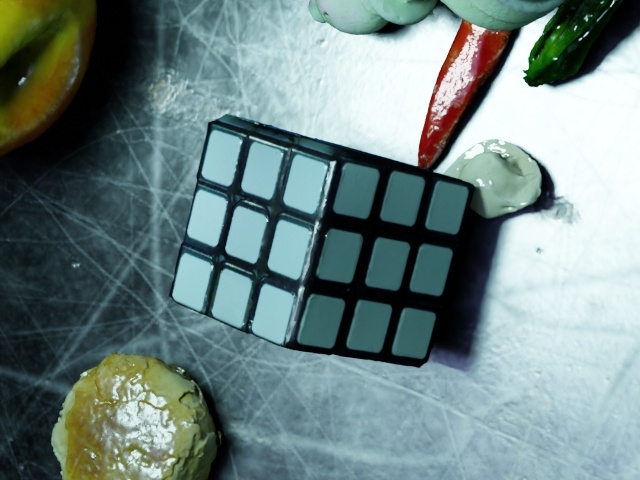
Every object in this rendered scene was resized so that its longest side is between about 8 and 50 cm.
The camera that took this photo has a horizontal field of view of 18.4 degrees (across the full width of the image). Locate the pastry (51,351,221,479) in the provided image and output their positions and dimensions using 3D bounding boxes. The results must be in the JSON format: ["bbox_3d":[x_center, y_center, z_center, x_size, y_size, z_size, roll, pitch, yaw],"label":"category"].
[{"bbox_3d":[-0.162,0.172,1.720,0.153,0.081,0.153,-2,86,30],"label":"pastry"}]

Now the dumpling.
[{"bbox_3d":[0.140,-0.049,1.604,0.052,0.057,0.076,50,148,-16],"label":"dumpling"}]

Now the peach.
[{"bbox_3d":[-0.355,-0.217,1.707,0.332,0.308,0.308,43,107,19],"label":"peach"}]

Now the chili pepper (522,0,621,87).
[{"bbox_3d":[0.206,-0.262,1.559,0.122,0.065,0.279,-1,90,27],"label":"chili pepper"}]

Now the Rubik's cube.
[{"bbox_3d":[0.000,0.000,1.579,0.160,0.162,0.163,19,98,47],"label":"Rubik's cube"}]

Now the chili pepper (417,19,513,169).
[{"bbox_3d":[0.112,-0.128,1.622,0.045,0.027,0.178,31,104,22],"label":"chili pepper"}]

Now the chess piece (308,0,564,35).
[{"bbox_3d":[0.075,-0.214,1.576,0.271,0.139,0.139,-13,82,55],"label":"chess piece"}]
